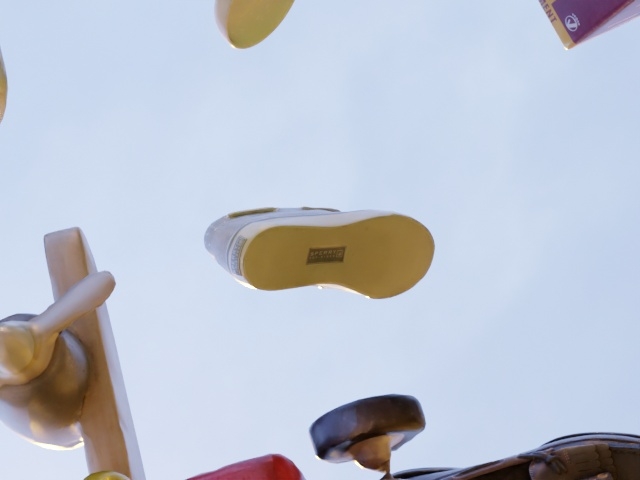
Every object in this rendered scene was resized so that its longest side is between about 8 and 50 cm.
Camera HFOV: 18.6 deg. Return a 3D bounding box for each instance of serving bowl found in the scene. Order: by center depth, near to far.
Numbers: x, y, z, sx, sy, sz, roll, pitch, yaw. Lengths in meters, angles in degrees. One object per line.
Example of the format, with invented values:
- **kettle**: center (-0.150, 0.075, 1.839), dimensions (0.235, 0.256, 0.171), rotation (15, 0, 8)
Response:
- **serving bowl**: center (-0.049, -0.178, 1.380), dimensions (0.083, 0.027, 0.083), rotation (-44, -26, -27)

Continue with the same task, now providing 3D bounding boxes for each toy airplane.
- **toy airplane**: center (-0.102, 0.223, 1.070), dimensions (0.272, 0.386, 0.384), rotation (-8, -66, -20)

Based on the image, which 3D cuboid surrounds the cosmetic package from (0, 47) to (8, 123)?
- **cosmetic package**: center (-0.433, -0.163, 1.402), dimensions (0.327, 0.394, 0.329), rotation (-4, -31, -21)

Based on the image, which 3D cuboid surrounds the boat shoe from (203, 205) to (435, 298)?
- **boat shoe**: center (-0.001, 0.001, 1.679), dimensions (0.227, 0.081, 0.079), rotation (2, -71, -42)

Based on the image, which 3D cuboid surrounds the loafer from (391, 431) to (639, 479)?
- **loafer**: center (0.188, 0.252, 1.855), dimensions (0.095, 0.302, 0.109), rotation (-8, -92, -80)

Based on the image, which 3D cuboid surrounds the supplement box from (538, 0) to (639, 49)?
- **supplement box**: center (0.180, -0.193, 1.033), dimensions (0.081, 0.188, 0.104), rotation (-27, -96, -31)
